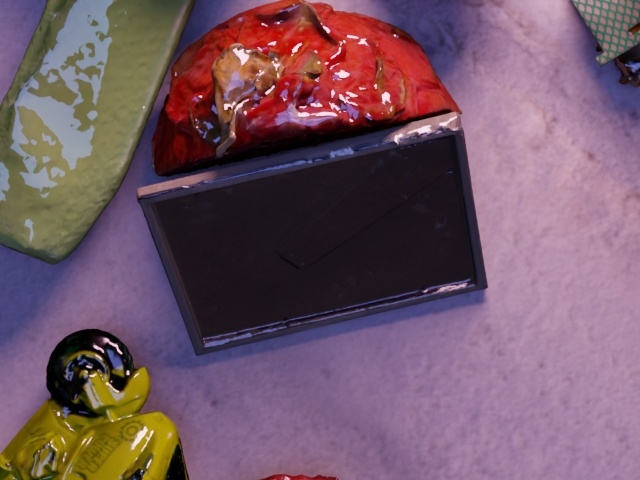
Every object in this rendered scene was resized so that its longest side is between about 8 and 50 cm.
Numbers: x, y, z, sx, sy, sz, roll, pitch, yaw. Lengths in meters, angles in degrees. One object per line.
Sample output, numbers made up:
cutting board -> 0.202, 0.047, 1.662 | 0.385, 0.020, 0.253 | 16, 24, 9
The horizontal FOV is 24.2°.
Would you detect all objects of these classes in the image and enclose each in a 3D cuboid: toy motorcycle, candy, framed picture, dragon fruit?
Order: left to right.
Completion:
toy motorcycle -> -0.260, 0.271, 1.501 | 0.206, 0.142, 0.342 | 37, 89, 16
candy -> -0.239, -0.147, 1.480 | 0.142, 0.132, 0.343 | 23, 96, -25
dragon fruit -> -0.027, -0.164, 1.435 | 0.317, 0.205, 0.152 | -11, 92, 0
framed picture -> 0.000, 0.000, 1.465 | 0.315, 0.024, 0.232 | -12, 134, 2

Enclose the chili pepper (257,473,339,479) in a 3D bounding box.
chili pepper -> -0.140, 0.348, 1.479 | 0.387, 0.110, 0.110 | -37, 92, -13

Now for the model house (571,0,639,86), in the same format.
model house -> 0.380, -0.259, 1.423 | 0.271, 0.206, 0.178 | -31, 92, 2
